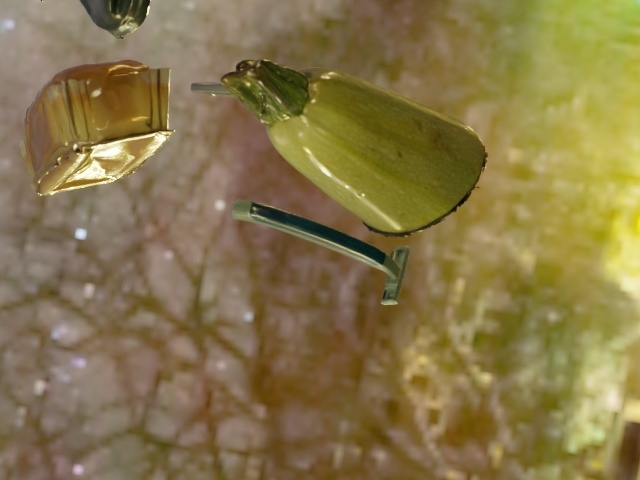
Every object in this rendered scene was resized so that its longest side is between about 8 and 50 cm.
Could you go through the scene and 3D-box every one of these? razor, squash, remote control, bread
[{"bbox_3d":[0.002,-0.002,1.948,0.037,0.191,0.068,-47,24,54],"label":"razor"},{"bbox_3d":[0.027,-0.080,1.669,0.287,0.137,0.137,21,-102,-55],"label":"squash"},{"bbox_3d":[-0.072,-0.157,1.952,0.184,0.050,0.027,8,95,60],"label":"remote control"},{"bbox_3d":[-0.259,-0.130,2.203,0.241,0.136,0.107,148,110,-67],"label":"bread"}]

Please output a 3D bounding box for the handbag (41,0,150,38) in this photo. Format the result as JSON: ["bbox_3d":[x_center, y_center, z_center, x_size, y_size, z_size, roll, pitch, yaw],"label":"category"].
[{"bbox_3d":[-0.126,-0.282,1.270,0.260,0.079,0.247,-64,23,12],"label":"handbag"}]
